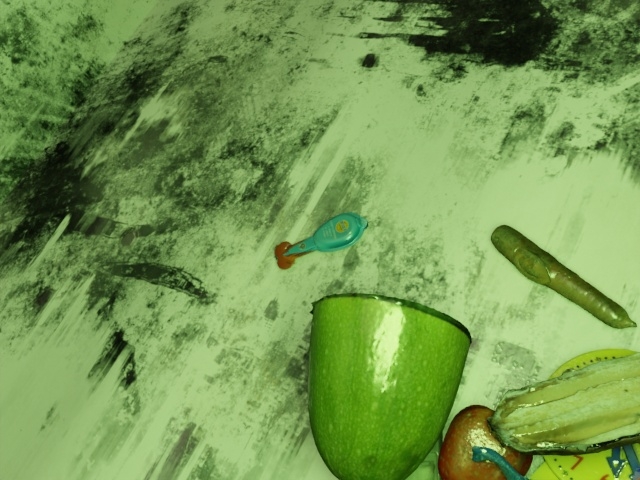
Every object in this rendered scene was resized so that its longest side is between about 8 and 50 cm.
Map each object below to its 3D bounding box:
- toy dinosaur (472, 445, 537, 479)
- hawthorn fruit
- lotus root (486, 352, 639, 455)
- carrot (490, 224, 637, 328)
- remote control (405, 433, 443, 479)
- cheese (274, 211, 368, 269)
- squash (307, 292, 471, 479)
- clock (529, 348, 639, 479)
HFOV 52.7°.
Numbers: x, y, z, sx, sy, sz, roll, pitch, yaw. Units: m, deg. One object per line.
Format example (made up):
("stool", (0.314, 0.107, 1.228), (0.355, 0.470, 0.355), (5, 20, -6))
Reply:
("toy dinosaur", (0.379, 0.394, 1.030), (0.248, 0.188, 0.075), (-11, 13, 13))
("hawthorn fruit", (0.271, 0.394, 1.129), (0.163, 0.163, 0.203), (28, 82, 37))
("lotus root", (0.442, 0.290, 1.057), (0.330, 0.078, 0.167), (-14, 31, 2))
("carrot", (0.477, 0.075, 1.299), (0.070, 0.070, 0.342), (-43, 52, -6))
("remote control", (0.181, 0.358, 1.275), (0.124, 0.038, 0.285), (-11, 56, 21))
("cheese", (0.000, 0.000, 1.603), (0.256, 0.037, 0.106), (-23, 50, 13))
("squash", (0.095, 0.286, 1.153), (0.311, 0.310, 0.308), (2, 64, 27))
("clock", (0.511, 0.321, 1.110), (0.277, 0.071, 0.293), (6, 62, 29))
